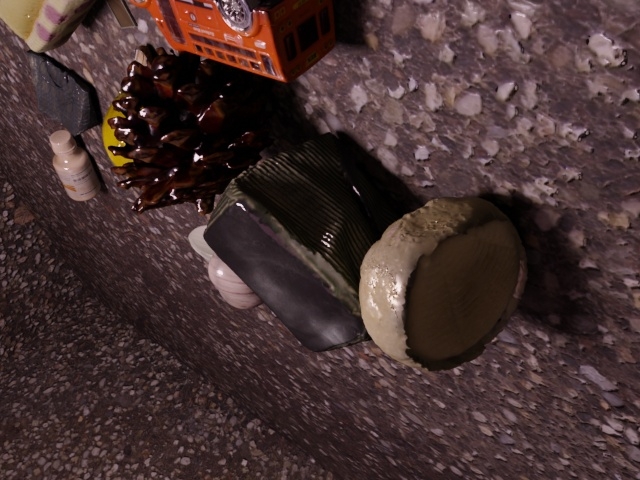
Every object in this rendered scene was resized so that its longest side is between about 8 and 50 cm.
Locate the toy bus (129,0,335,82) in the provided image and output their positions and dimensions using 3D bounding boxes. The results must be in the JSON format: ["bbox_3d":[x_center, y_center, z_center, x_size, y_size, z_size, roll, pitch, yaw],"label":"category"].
[{"bbox_3d":[-0.141,-0.341,0.859,0.329,0.143,0.153,26,148,31],"label":"toy bus"}]

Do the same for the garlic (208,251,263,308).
[{"bbox_3d":[-0.106,0.049,1.285,0.253,0.245,0.245,20,150,1],"label":"garlic"}]

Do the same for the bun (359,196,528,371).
[{"bbox_3d":[0.165,0.060,0.870,0.152,0.259,0.259,34,154,49],"label":"bun"}]

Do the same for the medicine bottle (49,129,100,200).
[{"bbox_3d":[-0.802,-0.246,1.943,0.114,0.114,0.252,34,149,22],"label":"medicine bottle"}]

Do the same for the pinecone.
[{"bbox_3d":[-0.226,-0.192,1.016,0.298,0.296,0.242,-11,166,26],"label":"pinecone"}]

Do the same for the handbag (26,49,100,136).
[{"bbox_3d":[-0.707,-0.405,1.643,0.270,0.088,0.175,33,142,22],"label":"handbag"}]

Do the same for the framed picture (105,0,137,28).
[{"bbox_3d":[-0.406,-0.469,1.202,0.066,0.006,0.089,14,139,45],"label":"framed picture"}]

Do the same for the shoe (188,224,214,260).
[{"bbox_3d":[-0.238,0.052,1.581,0.265,0.095,0.110,25,147,30],"label":"shoe"}]

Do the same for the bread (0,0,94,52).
[{"bbox_3d":[-0.535,-0.507,1.171,0.187,0.155,0.338,48,152,-22],"label":"bread"}]

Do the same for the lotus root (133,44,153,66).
[{"bbox_3d":[-0.365,-0.375,1.245,0.037,0.030,0.083,42,155,-6],"label":"lotus root"}]

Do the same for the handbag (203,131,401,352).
[{"bbox_3d":[0.000,0.000,1.018,0.341,0.240,0.247,47,149,-5],"label":"handbag"}]

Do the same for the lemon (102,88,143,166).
[{"bbox_3d":[-0.363,-0.219,1.280,0.192,0.192,0.231,6,136,51],"label":"lemon"}]
